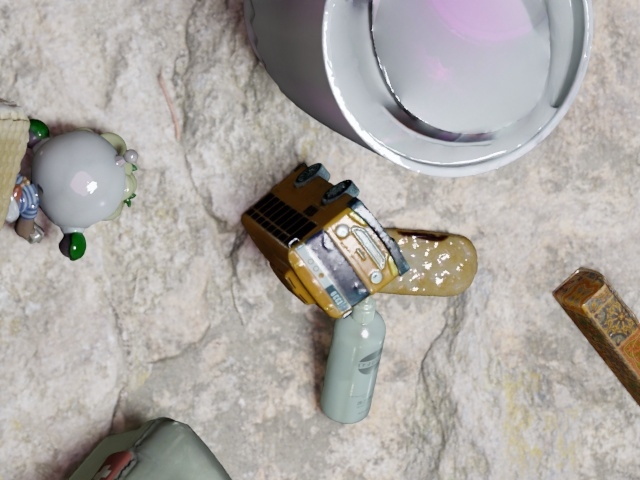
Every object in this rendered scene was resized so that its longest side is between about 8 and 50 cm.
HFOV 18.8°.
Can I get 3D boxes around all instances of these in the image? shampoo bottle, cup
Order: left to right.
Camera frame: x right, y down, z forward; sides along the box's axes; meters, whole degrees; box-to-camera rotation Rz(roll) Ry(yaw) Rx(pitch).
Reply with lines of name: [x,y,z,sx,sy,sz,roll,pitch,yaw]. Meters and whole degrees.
shampoo bottle: [0.037,0.108,1.981,0.056,0.056,0.195,-9,138,-17]
cup: [0.074,-0.211,1.812,0.253,0.371,0.253,-4,103,-17]

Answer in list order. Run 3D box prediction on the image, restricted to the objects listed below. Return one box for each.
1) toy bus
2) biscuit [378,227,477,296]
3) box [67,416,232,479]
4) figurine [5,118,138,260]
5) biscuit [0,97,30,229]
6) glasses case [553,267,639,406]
toy bus: [0.000,0.000,1.922,0.114,0.201,0.098,-39,110,-5]
biscuit: [0.101,0.024,2.058,0.147,0.018,0.071,4,102,-20]
box: [-0.190,0.287,1.916,0.148,0.129,0.210,54,50,-19]
figurine: [-0.270,-0.047,1.883,0.197,0.093,0.147,-19,84,-5]
biscuit: [-0.372,0.068,1.773,0.078,0.144,0.426,21,101,22]
glasses case: [0.348,0.127,2.132,0.049,0.075,0.218,-43,110,-9]
